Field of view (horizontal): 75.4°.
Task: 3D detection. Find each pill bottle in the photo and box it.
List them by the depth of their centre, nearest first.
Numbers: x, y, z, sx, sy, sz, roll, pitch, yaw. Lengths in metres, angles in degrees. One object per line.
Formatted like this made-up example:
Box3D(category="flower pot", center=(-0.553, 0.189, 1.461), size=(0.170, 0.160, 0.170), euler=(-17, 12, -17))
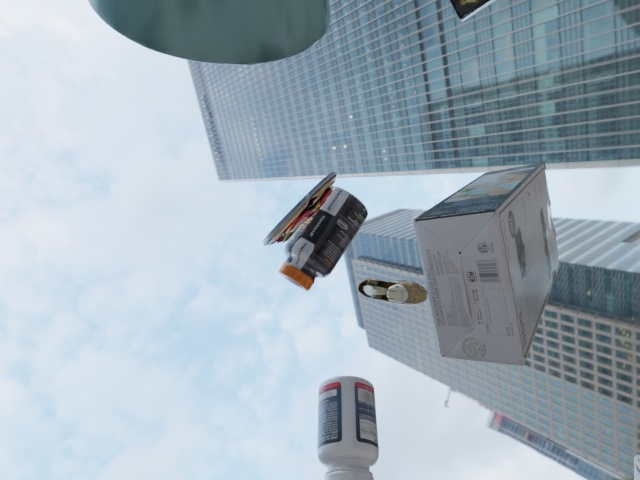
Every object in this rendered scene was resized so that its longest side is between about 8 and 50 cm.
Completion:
Box3D(category="pill bottle", center=(0.048, 0.345, 0.732), size=(0.108, 0.108, 0.180), euler=(36, -143, -31))
Box3D(category="pill bottle", center=(0.000, 0.000, 0.993), size=(0.130, 0.130, 0.245), euler=(41, -105, -29))

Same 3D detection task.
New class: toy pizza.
Box3D(category="toy pizza", center=(-0.032, -0.054, 0.798), size=(0.032, 0.201, 0.201), euler=(45, -110, -2))

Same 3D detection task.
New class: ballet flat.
Box3D(category="ballet flat", center=(0.184, 0.140, 1.112), size=(0.067, 0.206, 0.073), euler=(-8, -85, -44))

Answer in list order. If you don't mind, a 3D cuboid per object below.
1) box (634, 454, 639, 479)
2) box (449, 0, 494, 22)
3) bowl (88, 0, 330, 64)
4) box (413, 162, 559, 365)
Box3D(category="box", center=(0.575, 0.325, 0.539), size=(0.113, 0.275, 0.094), euler=(38, -134, 4))
Box3D(category="box", center=(0.437, -0.728, 1.101), size=(0.175, 0.220, 0.051), euler=(62, -155, -4))
Box3D(category="bowl", center=(-0.124, -0.371, 0.491), size=(0.312, 0.163, 0.311), euler=(7, -126, -9))
Box3D(category="box", center=(0.230, 0.010, 0.529), size=(0.290, 0.087, 0.169), euler=(-29, -72, -49))
